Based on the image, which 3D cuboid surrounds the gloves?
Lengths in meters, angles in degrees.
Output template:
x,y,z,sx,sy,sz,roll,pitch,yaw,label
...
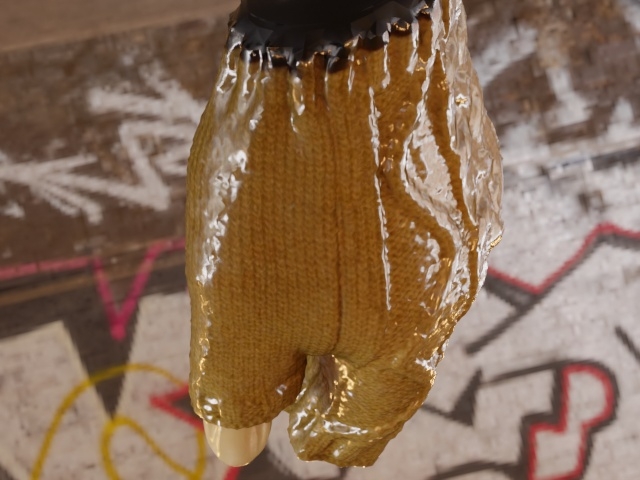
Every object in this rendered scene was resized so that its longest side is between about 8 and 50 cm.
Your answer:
x,y,z,sx,sy,sz,roll,pitch,yaw,label
0.014,0.000,0.731,0.155,0.356,0.203,24,-132,13,gloves
